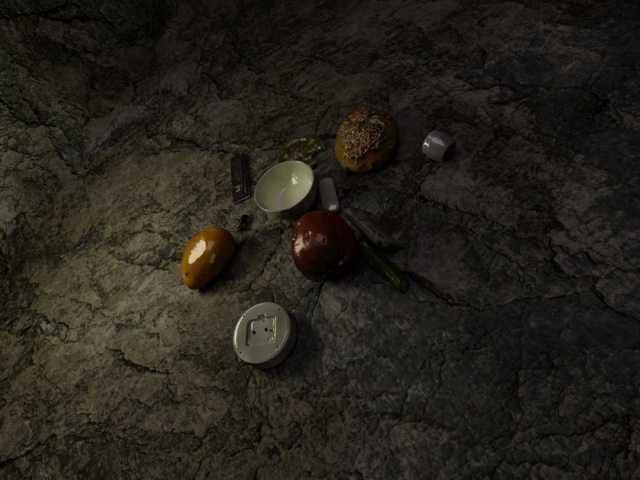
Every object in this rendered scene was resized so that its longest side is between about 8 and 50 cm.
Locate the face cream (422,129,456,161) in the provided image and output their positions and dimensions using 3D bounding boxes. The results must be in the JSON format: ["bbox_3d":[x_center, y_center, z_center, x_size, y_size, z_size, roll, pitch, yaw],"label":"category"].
[{"bbox_3d":[0.476,-0.378,1.675,0.117,0.117,0.104,-45,61,-10],"label":"face cream"}]

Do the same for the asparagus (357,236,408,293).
[{"bbox_3d":[0.222,0.084,1.509,0.067,0.060,0.277,-34,51,-15],"label":"asparagus"}]

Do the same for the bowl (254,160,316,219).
[{"bbox_3d":[-0.134,-0.197,1.797,0.276,0.145,0.277,-10,56,16],"label":"bowl"}]

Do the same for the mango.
[{"bbox_3d":[-0.491,0.071,1.771,0.190,0.160,0.291,25,80,27],"label":"mango"}]

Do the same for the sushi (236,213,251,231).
[{"bbox_3d":[-0.345,-0.082,1.872,0.044,0.046,0.083,16,65,30],"label":"sushi"}]

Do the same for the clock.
[{"bbox_3d":[-0.200,0.340,1.507,0.230,0.083,0.231,-11,53,15],"label":"clock"}]

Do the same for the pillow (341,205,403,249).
[{"bbox_3d":[0.183,-0.043,1.567,0.059,0.169,0.255,-56,50,19],"label":"pillow"}]

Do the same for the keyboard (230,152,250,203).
[{"bbox_3d":[-0.399,-0.316,2.066,0.106,0.027,0.317,-21,52,10],"label":"keyboard"}]

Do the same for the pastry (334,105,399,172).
[{"bbox_3d":[0.191,-0.446,1.799,0.284,0.184,0.316,15,65,31],"label":"pastry"}]

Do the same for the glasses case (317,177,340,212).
[{"bbox_3d":[0.036,-0.191,1.779,0.074,0.049,0.194,-20,53,10],"label":"glasses case"}]

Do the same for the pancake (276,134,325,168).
[{"bbox_3d":[-0.099,-0.416,1.997,0.253,0.037,0.254,-11,55,16],"label":"pancake"}]

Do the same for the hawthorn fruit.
[{"bbox_3d":[0.005,0.017,1.537,0.258,0.258,0.262,-30,79,2],"label":"hawthorn fruit"}]
